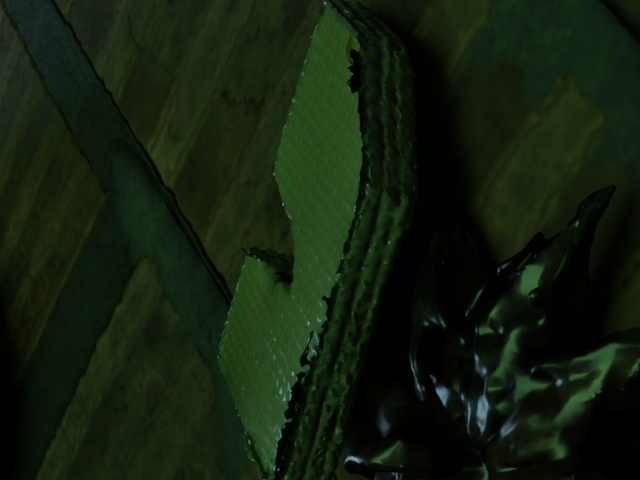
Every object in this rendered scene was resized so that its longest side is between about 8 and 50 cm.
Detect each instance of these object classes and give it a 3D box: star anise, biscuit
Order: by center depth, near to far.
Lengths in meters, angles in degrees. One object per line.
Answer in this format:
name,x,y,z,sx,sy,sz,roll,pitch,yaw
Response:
star anise,0.074,0.099,0.744,0.272,0.103,0.272,-6,83,58
biscuit,0.000,0.000,0.872,0.147,0.046,0.250,-125,46,-61
